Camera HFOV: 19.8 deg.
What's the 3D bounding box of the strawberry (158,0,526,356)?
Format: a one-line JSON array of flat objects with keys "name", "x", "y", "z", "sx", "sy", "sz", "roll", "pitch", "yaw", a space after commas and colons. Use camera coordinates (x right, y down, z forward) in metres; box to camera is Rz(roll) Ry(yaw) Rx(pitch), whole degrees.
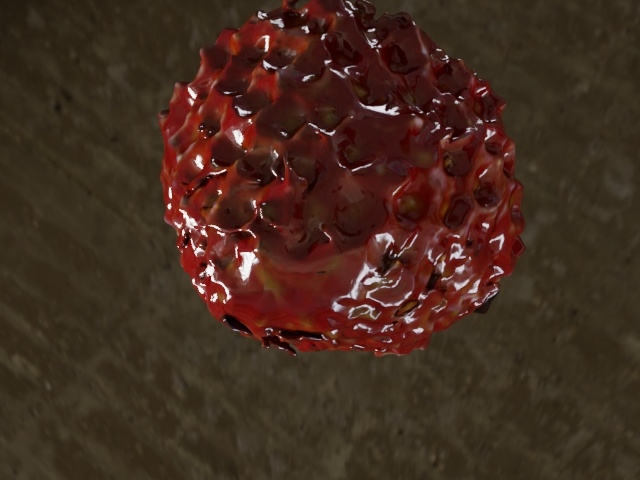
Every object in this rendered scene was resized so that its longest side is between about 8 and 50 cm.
[{"name": "strawberry", "x": 0.000, "y": 0.000, "z": 1.009, "sx": 0.234, "sy": 0.234, "sz": 0.178, "roll": 17, "pitch": -150, "yaw": 6}]
